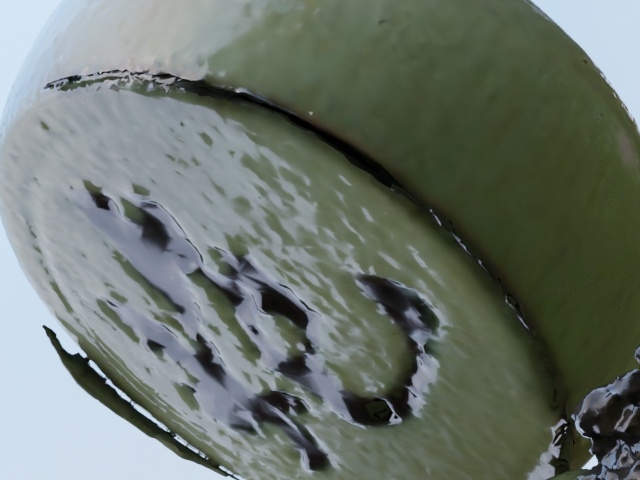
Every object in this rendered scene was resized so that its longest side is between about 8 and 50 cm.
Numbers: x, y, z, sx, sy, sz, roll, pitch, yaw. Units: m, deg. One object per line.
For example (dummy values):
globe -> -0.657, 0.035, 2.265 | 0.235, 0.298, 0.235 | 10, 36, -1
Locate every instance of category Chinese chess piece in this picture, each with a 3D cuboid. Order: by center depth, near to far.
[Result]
Chinese chess piece -> 0.000, 0.000, 0.929 | 0.146, 0.349, 0.349 | -55, -36, -34

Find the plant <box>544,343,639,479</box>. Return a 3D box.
plant -> 0.109, 0.092, 0.630 | 0.085, 0.087, 0.174 | 34, -71, -11
